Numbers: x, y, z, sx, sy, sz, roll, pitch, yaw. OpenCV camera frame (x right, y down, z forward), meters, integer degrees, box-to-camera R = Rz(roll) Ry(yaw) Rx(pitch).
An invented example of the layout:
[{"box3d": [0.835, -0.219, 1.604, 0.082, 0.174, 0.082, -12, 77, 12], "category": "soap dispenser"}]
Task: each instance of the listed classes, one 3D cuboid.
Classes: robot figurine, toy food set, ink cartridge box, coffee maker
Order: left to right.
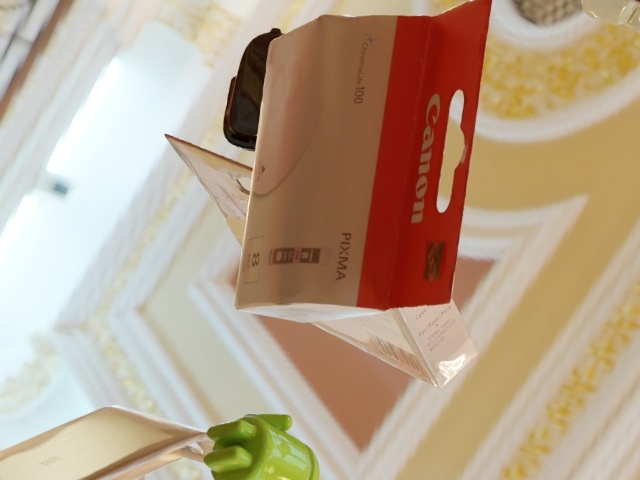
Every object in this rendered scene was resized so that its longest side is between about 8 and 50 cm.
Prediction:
[{"box3d": [-0.250, 0.257, 1.704, 0.220, 0.306, 0.092, 5, -66, 60], "category": "toy food set"}, {"box3d": [-0.047, 0.191, 1.476, 0.067, 0.115, 0.101, -20, -128, 35], "category": "robot figurine"}, {"box3d": [0.000, 0.000, 1.743, 0.066, 0.261, 0.296, -43, -144, -18], "category": "ink cartridge box"}, {"box3d": [0.002, -0.114, 1.771, 0.120, 0.178, 0.171, -22, -113, 43], "category": "coffee maker"}, {"box3d": [0.019, -0.049, 1.073, 0.232, 0.066, 0.189, 164, -64, -71], "category": "ink cartridge box"}]

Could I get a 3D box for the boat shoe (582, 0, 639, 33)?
[{"box3d": [0.317, -0.226, 1.703, 0.043, 0.137, 0.049, -84, -162, -44], "category": "boat shoe"}]
